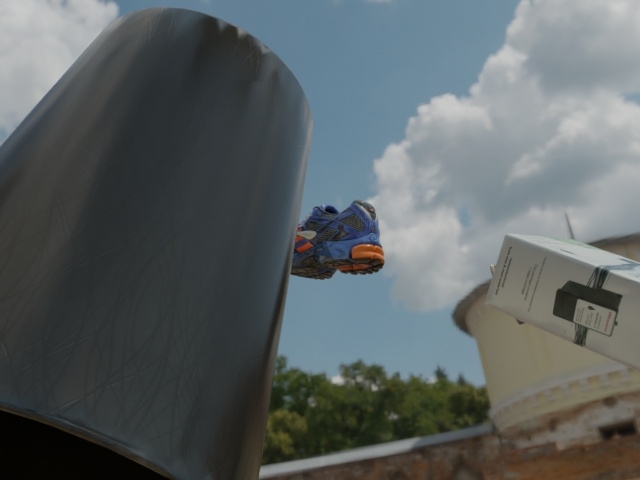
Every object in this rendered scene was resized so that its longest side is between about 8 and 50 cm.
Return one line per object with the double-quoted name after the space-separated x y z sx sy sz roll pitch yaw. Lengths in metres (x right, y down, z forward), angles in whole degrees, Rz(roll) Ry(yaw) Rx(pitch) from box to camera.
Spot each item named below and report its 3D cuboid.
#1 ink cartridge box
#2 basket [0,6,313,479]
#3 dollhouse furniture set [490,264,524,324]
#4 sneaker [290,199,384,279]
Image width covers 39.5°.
0.306 0.065 0.937 0.153 0.087 0.208 4 15 -45 "ink cartridge box"
-0.093 0.011 0.415 0.204 0.227 0.154 7 -38 18 "basket"
0.302 0.040 1.208 0.114 0.091 0.081 -21 -31 -7 "dollhouse furniture set"
0.000 0.000 1.120 0.083 0.087 0.221 19 -18 -41 "sneaker"
